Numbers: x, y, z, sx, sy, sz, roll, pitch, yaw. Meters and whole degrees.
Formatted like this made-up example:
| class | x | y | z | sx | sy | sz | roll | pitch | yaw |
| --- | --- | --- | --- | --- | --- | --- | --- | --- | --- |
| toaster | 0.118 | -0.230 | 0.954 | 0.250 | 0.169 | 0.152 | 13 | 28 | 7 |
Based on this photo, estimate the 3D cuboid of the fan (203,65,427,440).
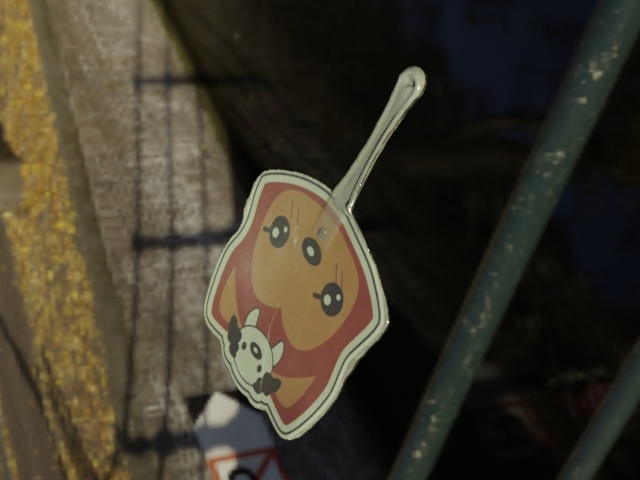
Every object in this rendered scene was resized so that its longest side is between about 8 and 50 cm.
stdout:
| class | x | y | z | sx | sy | sz | roll | pitch | yaw |
| --- | --- | --- | --- | --- | --- | --- | --- | --- | --- |
| fan | 0.000 | 0.000 | 0.625 | 0.132 | 0.009 | 0.220 | 51 | 124 | 34 |
